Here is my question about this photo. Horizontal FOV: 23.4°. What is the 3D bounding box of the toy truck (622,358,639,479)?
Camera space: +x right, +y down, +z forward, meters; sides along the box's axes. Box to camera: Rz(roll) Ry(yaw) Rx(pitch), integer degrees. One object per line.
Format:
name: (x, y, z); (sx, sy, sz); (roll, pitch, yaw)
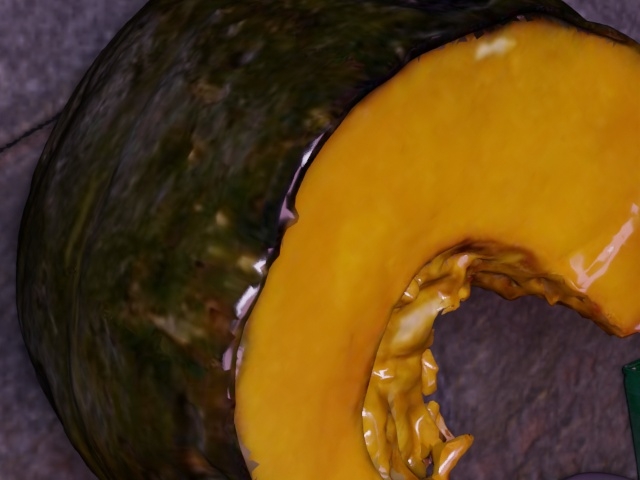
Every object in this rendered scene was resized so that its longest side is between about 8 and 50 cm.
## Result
toy truck: (0.252, 0.146, 1.001); (0.065, 0.079, 0.147); (-21, 106, -31)

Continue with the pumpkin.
pumpkin: (0.000, 0.000, 0.733); (0.303, 0.225, 0.256); (-46, 125, -24)

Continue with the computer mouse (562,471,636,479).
computer mouse: (0.163, 0.260, 0.955); (0.120, 0.057, 0.232); (20, 84, -8)
